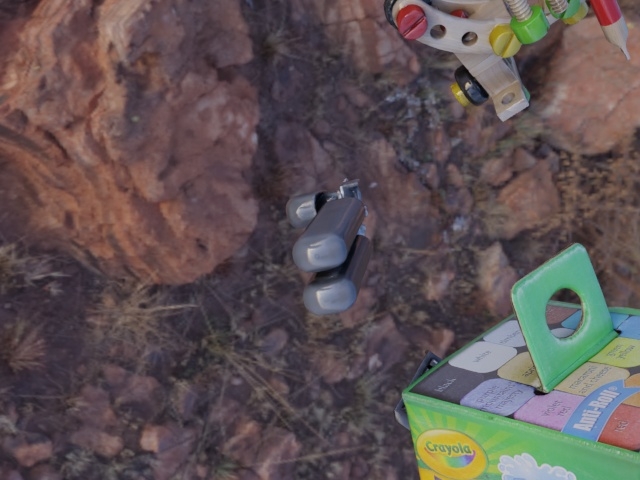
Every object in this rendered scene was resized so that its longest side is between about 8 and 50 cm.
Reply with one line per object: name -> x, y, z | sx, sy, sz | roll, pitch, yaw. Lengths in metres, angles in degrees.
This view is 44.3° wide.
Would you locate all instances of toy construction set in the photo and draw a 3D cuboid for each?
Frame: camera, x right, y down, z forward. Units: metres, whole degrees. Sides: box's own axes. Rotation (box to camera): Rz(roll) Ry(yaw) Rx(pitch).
toy construction set -> 0.251, -0.257, 0.940 | 0.257, 0.309, 0.237 | -41, 122, 1

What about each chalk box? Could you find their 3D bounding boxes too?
chalk box -> 0.138, 0.111, 0.390 | 0.132, 0.132, 0.213 | -25, 110, -37

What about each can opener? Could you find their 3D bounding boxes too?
can opener -> 0.000, 0.000, 0.763 | 0.283, 0.095, 0.076 | -58, 136, -73

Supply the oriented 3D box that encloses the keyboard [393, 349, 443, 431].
keyboard -> 0.166, 0.172, 0.748 | 0.180, 0.023, 0.108 | 35, 63, -1
